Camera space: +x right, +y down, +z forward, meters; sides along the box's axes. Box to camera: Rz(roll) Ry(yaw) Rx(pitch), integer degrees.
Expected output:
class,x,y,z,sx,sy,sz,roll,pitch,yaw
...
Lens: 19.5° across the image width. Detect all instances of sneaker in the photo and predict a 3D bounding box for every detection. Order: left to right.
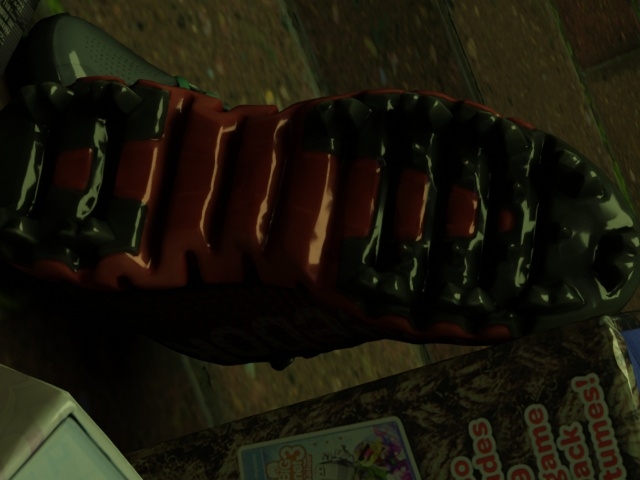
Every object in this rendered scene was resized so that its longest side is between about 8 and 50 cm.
class,x,y,z,sx,sy,sz,roll,pitch,yaw
sneaker,-0.040,-0.043,0.875,0.224,0.098,0.083,44,36,-42
sneaker,0.000,0.000,0.762,0.135,0.276,0.097,53,47,-62

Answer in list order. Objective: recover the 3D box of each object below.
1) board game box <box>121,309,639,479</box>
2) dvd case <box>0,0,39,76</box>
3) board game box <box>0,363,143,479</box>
class,x,y,z,sx,sy,sz,roll,pitch,yaw
board game box,0.026,0.126,0.660,0.232,0.291,0.141,-1,74,-63
dvd case,-0.184,-0.116,0.742,0.164,0.018,0.221,55,28,-29
board game box,-0.086,0.245,0.421,0.318,0.066,0.318,-47,121,-20
